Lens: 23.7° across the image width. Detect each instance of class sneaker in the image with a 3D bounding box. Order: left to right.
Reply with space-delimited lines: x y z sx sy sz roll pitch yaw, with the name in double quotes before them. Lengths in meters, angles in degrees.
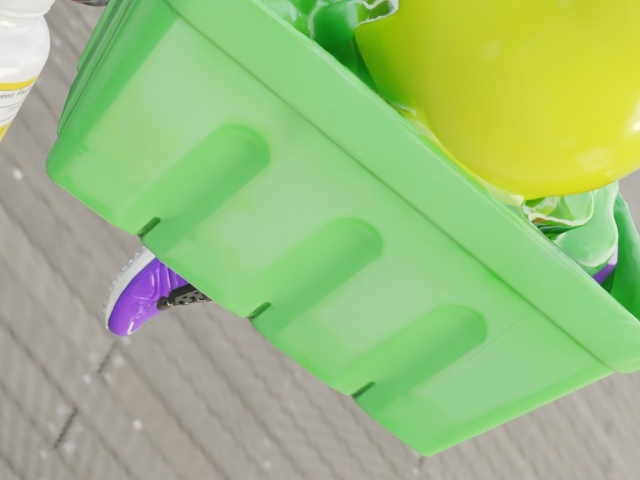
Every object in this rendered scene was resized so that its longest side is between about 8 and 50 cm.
"sneaker" -0.173 0.048 2.085 0.146 0.293 0.102 43 17 7

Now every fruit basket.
"fruit basket" 0.077 -0.099 0.840 0.392 0.392 0.283 51 17 -24

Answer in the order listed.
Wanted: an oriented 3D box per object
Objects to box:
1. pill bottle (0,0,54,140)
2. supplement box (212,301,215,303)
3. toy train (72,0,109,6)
"pill bottle" -0.391 -0.171 1.533 0.188 0.334 0.188 28 28 -16
"supplement box" -0.131 0.053 2.277 0.083 0.083 0.056 21 33 9
"toy train" -0.192 -0.354 1.302 0.142 0.334 0.190 40 31 30
